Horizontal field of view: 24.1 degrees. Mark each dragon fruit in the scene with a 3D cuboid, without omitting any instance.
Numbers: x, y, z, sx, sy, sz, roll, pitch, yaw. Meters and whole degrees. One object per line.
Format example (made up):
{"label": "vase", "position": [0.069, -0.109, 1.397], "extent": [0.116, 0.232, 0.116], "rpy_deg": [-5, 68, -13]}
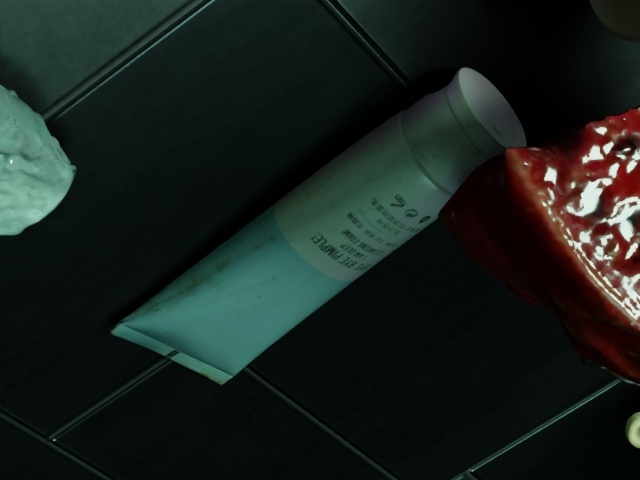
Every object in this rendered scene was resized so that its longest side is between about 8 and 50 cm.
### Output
{"label": "dragon fruit", "position": [0.239, -0.015, 0.907], "extent": [0.302, 0.330, 0.240], "rpy_deg": [43, 94, -8]}

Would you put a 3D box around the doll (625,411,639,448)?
{"label": "doll", "position": [0.404, 0.174, 1.210], "extent": [0.271, 0.144, 0.208], "rpy_deg": [-25, 109, 11]}

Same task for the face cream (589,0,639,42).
{"label": "face cream", "position": [0.226, -0.181, 0.842], "extent": [0.104, 0.149, 0.149], "rpy_deg": [2, 132, -21]}

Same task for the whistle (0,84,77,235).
{"label": "whistle", "position": [-0.270, -0.076, 0.812], "extent": [0.189, 0.189, 0.348], "rpy_deg": [-35, 155, 16]}

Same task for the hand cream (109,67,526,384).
{"label": "hand cream", "position": [0.000, 0.000, 1.021], "extent": [0.312, 0.070, 0.111], "rpy_deg": [-35, 135, 27]}
